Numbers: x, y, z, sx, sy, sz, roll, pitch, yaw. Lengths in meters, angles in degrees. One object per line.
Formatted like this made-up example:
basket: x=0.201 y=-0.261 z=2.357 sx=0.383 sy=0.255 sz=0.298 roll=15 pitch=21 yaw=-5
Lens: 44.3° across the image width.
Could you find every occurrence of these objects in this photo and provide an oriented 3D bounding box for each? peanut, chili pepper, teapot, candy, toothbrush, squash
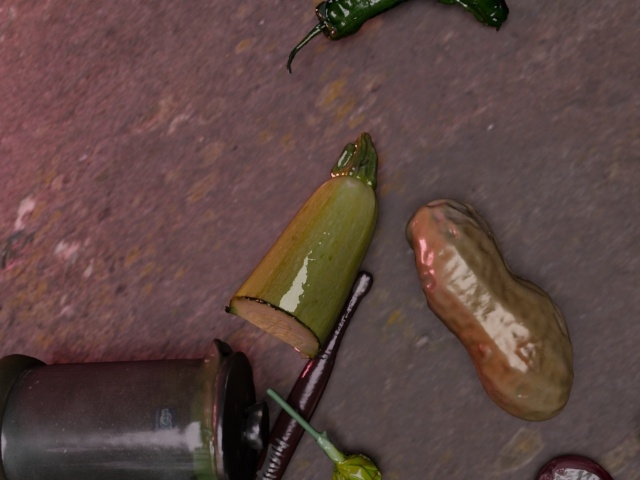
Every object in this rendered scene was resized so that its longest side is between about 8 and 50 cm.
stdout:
peanut: x=0.202 y=0.079 z=0.930 sx=0.130 sy=0.130 sz=0.290 roll=-36 pitch=88 yaw=9
chili pepper: x=0.084 y=-0.291 z=0.965 sx=0.278 sy=0.065 sz=0.122 roll=-13 pitch=86 yaw=6
teapot: x=-0.230 y=0.263 z=0.971 sx=0.336 sy=0.200 sz=0.271 roll=-4 pitch=80 yaw=8
candy: x=0.001 y=0.254 z=0.990 sx=0.062 sy=0.058 sz=0.194 roll=-44 pitch=98 yaw=-7
candy: x=0.313 y=0.316 z=0.962 sx=0.103 sy=0.043 sz=0.103 roll=0 pitch=93 yaw=9
toothbrush: x=-0.020 y=0.202 z=1.017 sx=0.040 sy=0.041 sz=0.364 roll=26 pitch=96 yaw=8
squash: x=0.009 y=0.008 z=0.962 sx=0.137 sy=0.137 sz=0.288 roll=34 pitch=95 yaw=7
